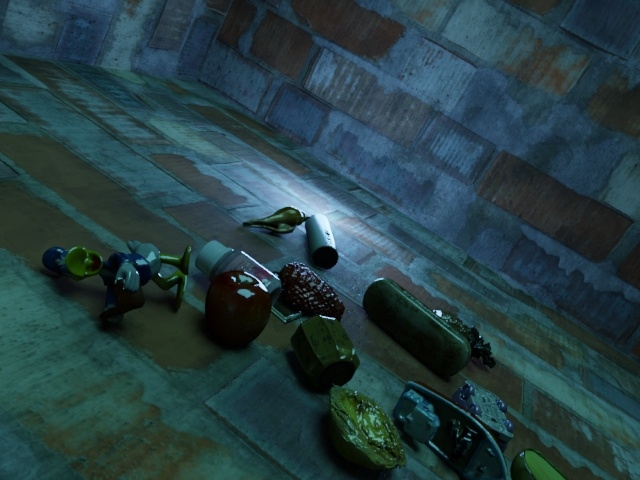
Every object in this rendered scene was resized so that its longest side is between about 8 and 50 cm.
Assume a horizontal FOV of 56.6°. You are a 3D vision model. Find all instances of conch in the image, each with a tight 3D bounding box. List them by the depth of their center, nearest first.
[{"bbox_3d":[-0.174,-0.074,2.383,0.330,0.109,0.093,-11,1,-33],"label":"conch"}]

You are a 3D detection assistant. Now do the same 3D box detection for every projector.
[{"bbox_3d":[0.000,0.000,2.404,0.108,0.108,0.337,24,19,-16],"label":"projector"}]

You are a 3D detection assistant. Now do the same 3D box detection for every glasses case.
[{"bbox_3d":[0.325,0.293,2.048,0.425,0.156,0.098,39,22,24],"label":"glasses case"}]

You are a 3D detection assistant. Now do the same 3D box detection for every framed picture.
[{"bbox_3d":[-0.150,0.166,1.905,0.252,0.014,0.197,37,20,21],"label":"framed picture"}]

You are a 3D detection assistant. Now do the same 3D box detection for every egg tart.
[{"bbox_3d":[0.093,0.454,1.409,0.252,0.098,0.232,47,19,32],"label":"egg tart"}]

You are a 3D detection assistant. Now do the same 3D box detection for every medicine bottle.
[{"bbox_3d":[-0.242,0.107,1.727,0.247,0.147,0.147,36,20,15],"label":"medicine bottle"}]

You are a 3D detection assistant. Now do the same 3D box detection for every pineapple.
[{"bbox_3d":[0.525,0.375,2.186,0.310,0.141,0.170,30,13,-20],"label":"pineapple"}]

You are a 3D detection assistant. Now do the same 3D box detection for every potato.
[{"bbox_3d":[0.585,0.672,1.533,0.272,0.111,0.160,45,27,2],"label":"potato"}]

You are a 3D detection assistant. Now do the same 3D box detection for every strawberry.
[{"bbox_3d":[-0.036,0.150,1.926,0.286,0.106,0.188,29,20,-5],"label":"strawberry"}]

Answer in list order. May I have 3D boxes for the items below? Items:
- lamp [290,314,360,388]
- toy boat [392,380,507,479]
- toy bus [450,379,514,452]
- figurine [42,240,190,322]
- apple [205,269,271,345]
[{"bbox_3d":[0.011,0.298,1.594,0.161,0.161,0.185,16,24,-35],"label":"lamp"},{"bbox_3d":[0.336,0.506,1.536,0.332,0.145,0.133,32,18,27],"label":"toy boat"},{"bbox_3d":[0.443,0.511,1.686,0.142,0.142,0.202,28,20,-6],"label":"toy bus"},{"bbox_3d":[-0.499,0.097,1.428,0.338,0.204,0.283,13,29,-10],"label":"figurine"},{"bbox_3d":[-0.218,0.173,1.553,0.181,0.168,0.181,22,21,-9],"label":"apple"}]
